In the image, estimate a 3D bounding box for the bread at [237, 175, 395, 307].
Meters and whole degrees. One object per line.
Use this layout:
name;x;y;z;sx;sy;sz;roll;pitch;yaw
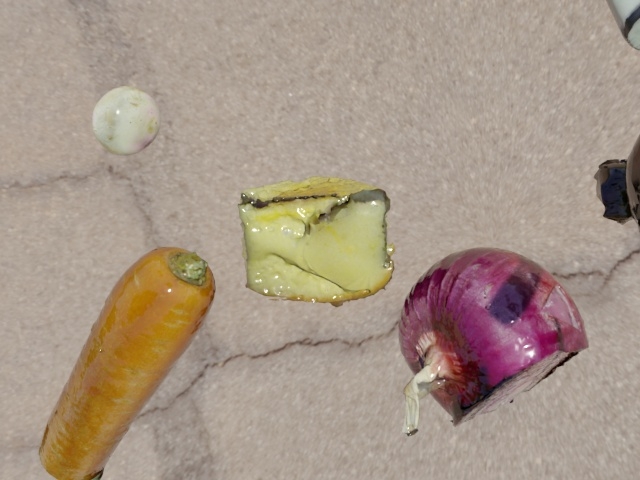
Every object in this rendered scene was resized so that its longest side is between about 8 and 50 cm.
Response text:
bread;0.000;0.000;1.203;0.262;0.162;0.204;3;106;16

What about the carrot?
carrot;-0.141;0.090;0.519;0.067;0.067;0.225;40;118;10

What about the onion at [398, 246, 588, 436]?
onion;0.234;0.123;1.058;0.256;0.272;0.230;-40;58;22

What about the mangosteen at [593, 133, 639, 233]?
mangosteen;0.534;-0.051;0.752;0.380;0.381;0.421;-55;43;8

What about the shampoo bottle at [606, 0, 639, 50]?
shampoo bottle;0.245;-0.304;0.601;0.153;0.071;0.284;-42;52;28

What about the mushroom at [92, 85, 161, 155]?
mushroom;-0.230;-0.141;0.853;0.068;0.084;0.083;25;96;32
